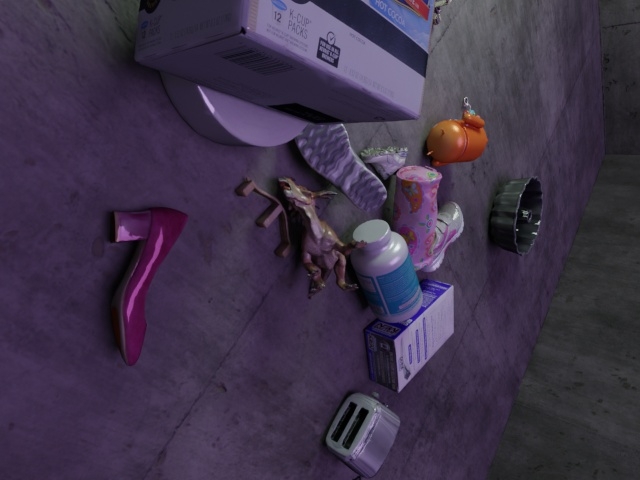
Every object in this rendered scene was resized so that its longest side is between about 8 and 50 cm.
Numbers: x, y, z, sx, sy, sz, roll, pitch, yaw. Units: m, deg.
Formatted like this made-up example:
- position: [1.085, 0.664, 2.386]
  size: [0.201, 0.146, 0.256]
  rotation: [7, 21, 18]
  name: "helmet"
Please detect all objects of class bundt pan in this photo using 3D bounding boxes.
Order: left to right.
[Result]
- position: [0.805, -0.105, 1.763]
  size: [0.331, 0.124, 0.331]
  rotation: [-12, 107, -45]
  name: "bundt pan"

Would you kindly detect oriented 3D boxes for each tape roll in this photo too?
- position: [-0.123, -0.305, 0.726]
  size: [0.286, 0.100, 0.286]
  rotation: [-13, 108, -45]
  name: "tape roll"

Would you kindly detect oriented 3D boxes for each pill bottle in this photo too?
- position: [0.166, 0.076, 1.091]
  size: [0.146, 0.146, 0.264]
  rotation: [-47, 130, -30]
  name: "pill bottle"

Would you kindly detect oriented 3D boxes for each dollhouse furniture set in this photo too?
- position: [0.307, -0.601, 1.138]
  size: [0.114, 0.081, 0.091]
  rotation: [-58, 134, -21]
  name: "dollhouse furniture set"

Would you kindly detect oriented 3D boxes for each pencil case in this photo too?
- position: [0.258, -0.056, 1.154]
  size: [0.124, 0.124, 0.284]
  rotation: [-30, 127, -40]
  name: "pencil case"

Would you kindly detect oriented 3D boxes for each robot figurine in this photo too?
- position: [0.409, -0.298, 1.276]
  size: [0.219, 0.158, 0.128]
  rotation: [-12, 94, -38]
  name: "robot figurine"

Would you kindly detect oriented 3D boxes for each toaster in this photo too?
- position: [0.109, 0.527, 1.150]
  size: [0.227, 0.129, 0.146]
  rotation: [-54, 129, -22]
  name: "toaster"

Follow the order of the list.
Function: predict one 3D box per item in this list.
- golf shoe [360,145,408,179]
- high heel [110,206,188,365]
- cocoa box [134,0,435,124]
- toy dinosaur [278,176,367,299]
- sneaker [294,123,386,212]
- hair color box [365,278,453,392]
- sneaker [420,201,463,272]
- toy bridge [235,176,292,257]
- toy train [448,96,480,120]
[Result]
- position: [0.166, -0.197, 1.093]
  size: [0.176, 0.069, 0.086]
  rotation: [-13, 114, -44]
  name: "golf shoe"
- position: [-0.265, 0.070, 0.673]
  size: [0.117, 0.082, 0.244]
  rotation: [-2, 88, -37]
  name: "high heel"
- position: [-0.028, -0.313, 0.580]
  size: [0.347, 0.231, 0.228]
  rotation: [3, 96, -48]
  name: "cocoa box"
- position: [0.000, 0.000, 0.924]
  size: [0.127, 0.200, 0.295]
  rotation: [-16, 143, -10]
  name: "toy dinosaur"
- position: [0.026, -0.176, 0.930]
  size: [0.105, 0.115, 0.281]
  rotation: [-40, 113, -1]
  name: "sneaker"
- position: [0.282, 0.276, 1.294]
  size: [0.339, 0.110, 0.185]
  rotation: [-30, 121, -42]
  name: "hair color box"
- position: [0.359, -0.029, 1.310]
  size: [0.252, 0.103, 0.111]
  rotation: [-58, 136, -21]
  name: "sneaker"
- position: [-0.103, -0.052, 0.860]
  size: [0.063, 0.026, 0.188]
  rotation: [-52, 132, -30]
  name: "toy bridge"
- position: [0.478, -0.387, 1.400]
  size: [0.166, 0.046, 0.125]
  rotation: [-58, 135, -20]
  name: "toy train"
